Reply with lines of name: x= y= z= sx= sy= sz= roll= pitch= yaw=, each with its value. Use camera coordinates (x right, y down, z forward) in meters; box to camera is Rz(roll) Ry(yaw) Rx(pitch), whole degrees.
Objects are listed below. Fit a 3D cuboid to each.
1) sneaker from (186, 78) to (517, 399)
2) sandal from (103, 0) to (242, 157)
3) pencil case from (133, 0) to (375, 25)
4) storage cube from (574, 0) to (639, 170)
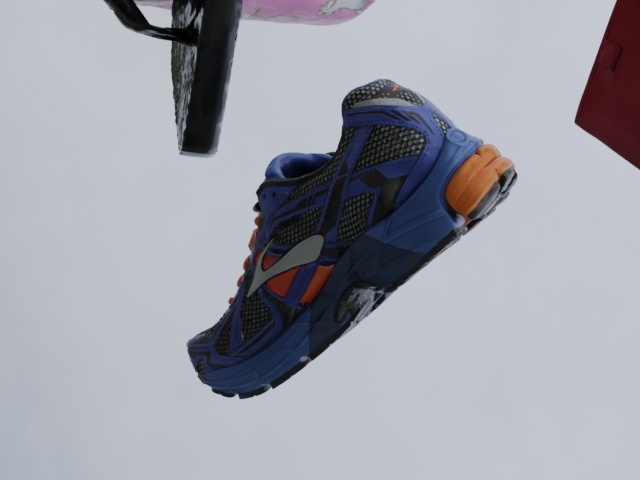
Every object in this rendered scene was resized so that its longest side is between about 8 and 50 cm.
sneaker: x=0.000 y=0.000 z=0.696 sx=0.087 sy=0.083 sz=0.221 roll=51 pitch=-52 yaw=5
sandal: x=-0.110 y=-0.269 z=0.944 sx=0.167 sy=0.107 sz=0.446 roll=140 pitch=-51 yaw=-75
pencil case: x=-0.096 y=-0.283 z=1.252 sx=0.160 sy=0.386 sz=0.167 roll=-12 pitch=-95 yaw=41
storage cube: x=0.414 y=-0.165 z=1.487 sx=0.193 sy=0.183 sz=0.215 roll=44 pitch=-51 yaw=39
